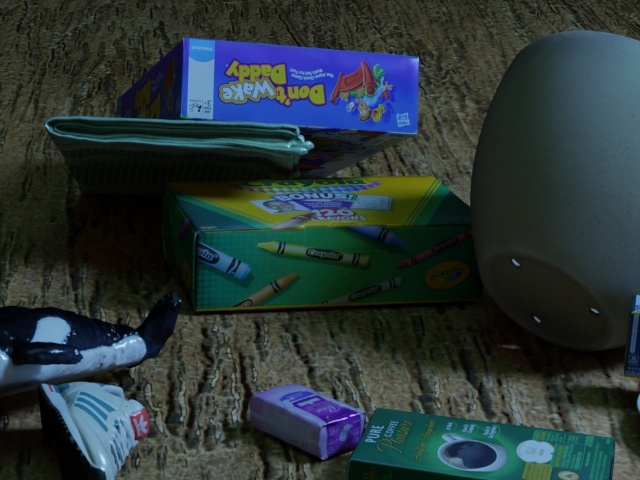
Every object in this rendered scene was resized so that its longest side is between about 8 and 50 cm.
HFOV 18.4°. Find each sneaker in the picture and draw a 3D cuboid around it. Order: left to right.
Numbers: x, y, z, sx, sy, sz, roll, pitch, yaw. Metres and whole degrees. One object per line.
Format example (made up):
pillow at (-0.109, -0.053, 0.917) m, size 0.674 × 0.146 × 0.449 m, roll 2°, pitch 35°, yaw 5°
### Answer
sneaker at (-0.157, 0.139, 1.438) m, size 0.075 × 0.057 × 0.161 m, roll -8°, pitch 17°, yaw -17°

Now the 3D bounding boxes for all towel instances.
towel at (-0.136, -0.077, 1.963) m, size 0.248 × 0.038 × 0.325 m, roll 3°, pitch -6°, yaw -2°

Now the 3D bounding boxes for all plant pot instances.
plant pot at (0.243, -0.015, 1.728) m, size 0.284 × 0.284 × 0.191 m, roll 16°, pitch 58°, yaw 34°

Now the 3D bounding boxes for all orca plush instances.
orca plush at (-0.230, 0.061, 1.510) m, size 0.287 × 0.102 × 0.151 m, roll -12°, pitch -8°, yaw -38°

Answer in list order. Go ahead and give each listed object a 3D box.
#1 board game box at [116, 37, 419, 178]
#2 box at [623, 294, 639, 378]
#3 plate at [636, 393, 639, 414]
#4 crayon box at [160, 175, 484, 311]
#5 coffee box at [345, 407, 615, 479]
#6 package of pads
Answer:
board game box at (-0.065, -0.128, 2.018) m, size 0.233 × 0.078 × 0.347 m, roll 3°, pitch -7°, yaw -15°
box at (0.333, 0.087, 1.604) m, size 0.169 × 0.059 × 0.054 m, roll 7°, pitch 15°, yaw 9°
plate at (0.342, 0.147, 1.556) m, size 0.188 × 0.024 × 0.188 m, roll 4°, pitch 17°, yaw -1°
crayon box at (0.000, 0.000, 1.863) m, size 0.279 × 0.081 × 0.165 m, roll -2°, pitch 18°, yaw -15°
coffee box at (0.117, 0.167, 1.425) m, size 0.184 × 0.040 × 0.113 m, roll 7°, pitch 17°, yaw 9°
package of pads at (-0.010, 0.137, 1.513) m, size 0.050 × 0.032 × 0.083 m, roll -17°, pitch 26°, yaw -41°
